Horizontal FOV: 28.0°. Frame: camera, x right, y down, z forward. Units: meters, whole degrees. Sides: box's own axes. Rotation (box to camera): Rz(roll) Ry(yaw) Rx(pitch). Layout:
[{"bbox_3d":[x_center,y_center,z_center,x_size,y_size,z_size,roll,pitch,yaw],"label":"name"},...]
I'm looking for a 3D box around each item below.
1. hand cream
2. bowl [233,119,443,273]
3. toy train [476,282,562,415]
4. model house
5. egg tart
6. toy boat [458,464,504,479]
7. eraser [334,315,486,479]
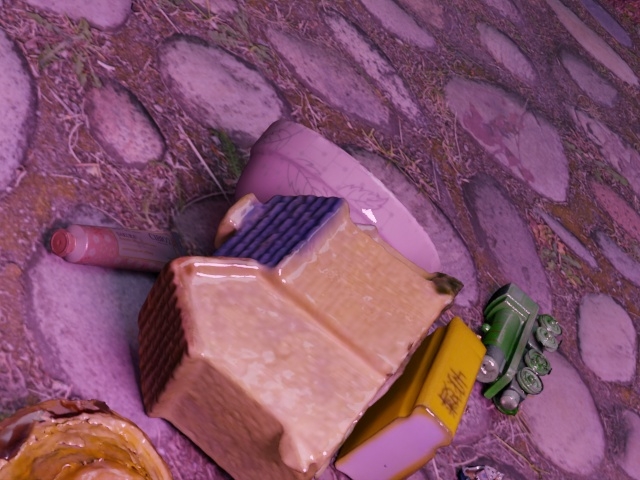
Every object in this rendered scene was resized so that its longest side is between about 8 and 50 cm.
[{"bbox_3d":[-0.223,0.011,1.481,0.210,0.043,0.067,6,51,-55],"label":"hand cream"},{"bbox_3d":[0.000,0.000,1.602,0.287,0.144,0.287,39,-13,11],"label":"bowl"},{"bbox_3d":[0.285,0.159,1.914,0.119,0.085,0.251,42,30,-1],"label":"toy train"},{"bbox_3d":[-0.047,0.108,1.395,0.266,0.261,0.321,39,53,4],"label":"model house"},{"bbox_3d":[-0.211,0.255,1.117,0.241,0.106,0.241,9,75,-36],"label":"egg tart"},{"bbox_3d":[0.215,0.312,1.701,0.083,0.038,0.038,8,50,-46],"label":"toy boat"},{"bbox_3d":[0.116,0.202,1.581,0.069,0.158,0.226,47,32,-8],"label":"eraser"}]
